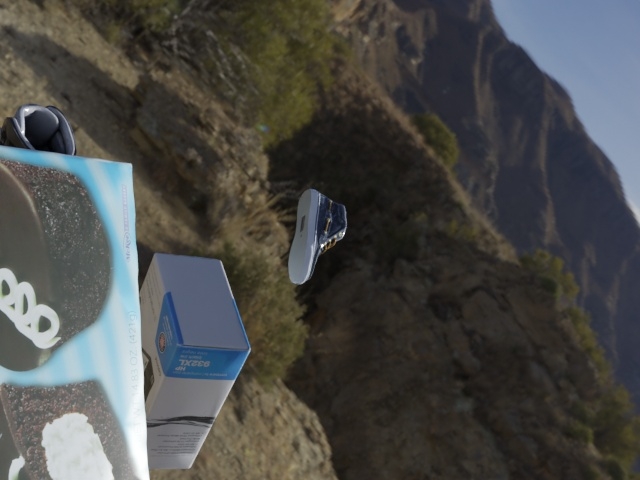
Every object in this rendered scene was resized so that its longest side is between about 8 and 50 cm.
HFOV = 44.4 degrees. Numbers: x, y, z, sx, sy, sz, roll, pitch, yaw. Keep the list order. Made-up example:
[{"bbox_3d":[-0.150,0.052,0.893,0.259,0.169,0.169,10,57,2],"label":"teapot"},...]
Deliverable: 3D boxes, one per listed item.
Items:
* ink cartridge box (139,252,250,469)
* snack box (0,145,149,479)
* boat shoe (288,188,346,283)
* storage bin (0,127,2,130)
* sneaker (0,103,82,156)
[{"bbox_3d":[-0.254,0.210,1.346,0.129,0.308,0.223,7,36,-30],"label":"ink cartridge box"},{"bbox_3d":[-0.158,0.119,0.328,0.187,0.060,0.322,3,81,-55],"label":"snack box"},{"bbox_3d":[0.000,0.000,1.378,0.083,0.065,0.183,22,60,-24],"label":"boat shoe"},{"bbox_3d":[-0.520,-0.114,1.180,0.084,0.122,0.180,28,3,-12],"label":"storage bin"},{"bbox_3d":[-0.394,-0.116,0.963,0.268,0.153,0.101,33,30,8],"label":"sneaker"}]
